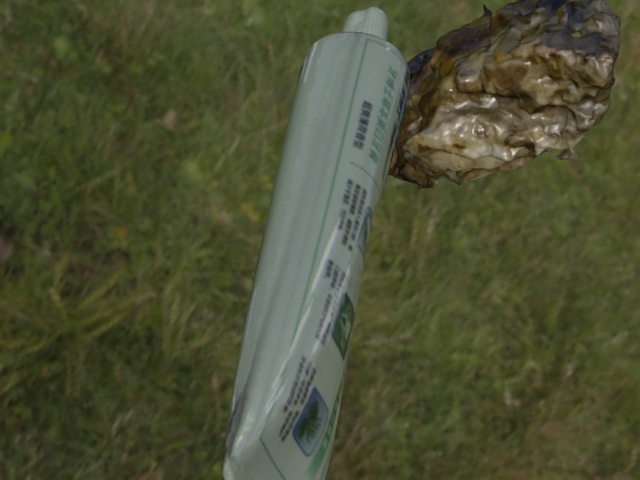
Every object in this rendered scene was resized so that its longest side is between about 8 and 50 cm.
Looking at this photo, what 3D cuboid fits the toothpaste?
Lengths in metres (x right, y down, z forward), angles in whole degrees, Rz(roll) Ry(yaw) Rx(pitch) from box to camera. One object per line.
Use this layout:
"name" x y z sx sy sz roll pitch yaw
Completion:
"toothpaste" 0.000 0.000 0.476 0.041 0.064 0.218 -4 50 20

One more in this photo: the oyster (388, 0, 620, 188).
"oyster" 0.081 -0.076 0.684 0.056 0.105 0.177 38 -9 -26
